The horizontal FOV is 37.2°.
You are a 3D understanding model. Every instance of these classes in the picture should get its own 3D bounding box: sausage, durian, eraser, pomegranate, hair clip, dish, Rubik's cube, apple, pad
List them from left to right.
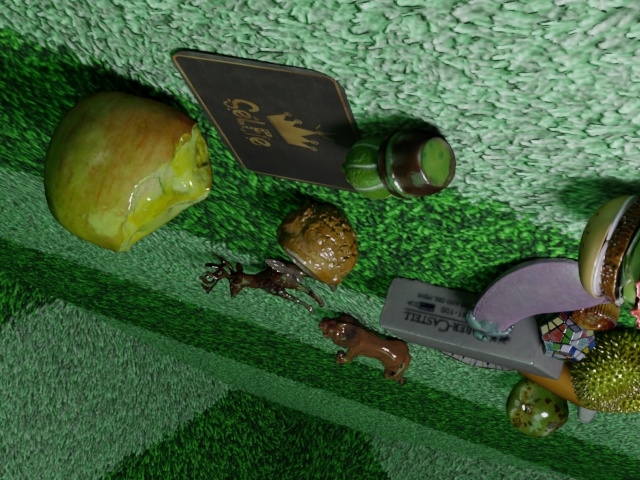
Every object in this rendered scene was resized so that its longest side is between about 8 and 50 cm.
[{"bbox_3d":[-0.289,-0.095,1.415,0.246,0.226,0.246,24,171,4],"label":"apple"},{"bbox_3d":[-0.092,-0.141,1.372,0.314,0.063,0.375,13,161,18],"label":"pad"},{"bbox_3d":[0.295,0.164,1.821,0.352,0.111,0.077,13,160,18],"label":"eraser"},{"bbox_3d":[0.337,0.214,2.005,0.190,0.066,0.191,15,161,5],"label":"dish"},{"bbox_3d":[0.357,0.092,1.620,0.095,0.110,0.358,-18,173,-26],"label":"hair clip"},{"bbox_3d":[0.525,0.380,2.245,0.169,0.122,0.143,-10,-144,-37],"label":"pomegranate"},{"bbox_3d":[0.441,0.166,1.709,0.111,0.093,0.111,16,161,6],"label":"Rubik's cube"},{"bbox_3d":[0.505,0.270,1.912,0.328,0.112,0.112,30,160,-16],"label":"sausage"},{"bbox_3d":[0.542,0.234,1.741,0.159,0.146,0.198,12,144,-4],"label":"durian"}]

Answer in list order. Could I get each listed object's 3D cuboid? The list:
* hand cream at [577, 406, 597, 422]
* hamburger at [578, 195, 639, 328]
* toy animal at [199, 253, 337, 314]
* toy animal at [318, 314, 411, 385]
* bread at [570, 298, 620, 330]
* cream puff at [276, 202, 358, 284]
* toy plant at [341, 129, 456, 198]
[{"bbox_3d":[0.653,0.404,2.314,0.067,0.042,0.194,21,159,18],"label":"hand cream"},{"bbox_3d":[0.402,0.016,1.208,0.137,0.175,0.175,24,168,31],"label":"hamburger"},{"bbox_3d":[-0.115,0.080,2.069,0.260,0.087,0.243,25,148,-15],"label":"toy animal"},{"bbox_3d":[0.118,0.258,2.321,0.312,0.097,0.157,23,156,-20],"label":"toy animal"},{"bbox_3d":[0.470,0.127,1.629,0.085,0.053,0.085,17,162,5],"label":"bread"},{"bbox_3d":[0.000,0.000,1.604,0.150,0.115,0.165,45,172,-29],"label":"cream puff"},{"bbox_3d":[0.096,-0.100,1.262,0.092,0.093,0.162,32,161,-37],"label":"toy plant"}]
